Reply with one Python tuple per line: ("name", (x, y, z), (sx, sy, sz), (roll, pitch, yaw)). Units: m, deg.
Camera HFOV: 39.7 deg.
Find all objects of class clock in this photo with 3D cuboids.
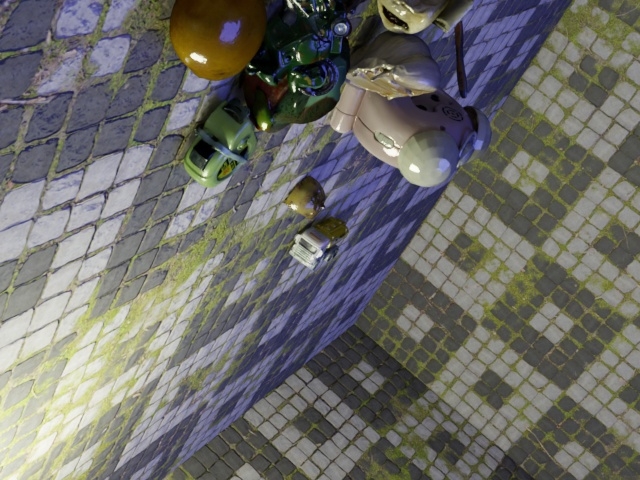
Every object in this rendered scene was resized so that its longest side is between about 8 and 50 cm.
("clock", (0.235, -0.285, 2.169), (0.342, 0.326, 0.184), (-35, 159, -45))

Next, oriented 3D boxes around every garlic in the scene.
("garlic", (0.159, -0.391, 1.937), (0.178, 0.229, 0.142), (13, 94, -52))

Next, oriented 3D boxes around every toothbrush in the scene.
("toothbrush", (0.334, -0.503, 2.146), (0.031, 0.023, 0.321), (-26, 114, -43))

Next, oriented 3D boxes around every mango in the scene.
("mango", (-0.147, -0.313, 1.315), (0.151, 0.120, 0.221), (-47, 173, 1))

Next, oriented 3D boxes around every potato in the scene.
("potato", (-0.018, -0.104, 2.350), (0.100, 0.089, 0.172), (-54, 165, 5))

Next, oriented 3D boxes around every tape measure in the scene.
("tape measure", (-0.184, -0.172, 1.637), (0.154, 0.087, 0.177), (-49, 169, -5))

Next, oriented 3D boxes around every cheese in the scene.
("cheese", (0.266, -0.507, 1.942), (0.085, 0.034, 0.400), (-52, -167, 13))

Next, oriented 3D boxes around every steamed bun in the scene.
("steamed bun", (0.189, -0.502, 1.851), (0.172, 0.141, 0.155), (-49, 177, -23))

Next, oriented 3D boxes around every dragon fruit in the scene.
("dragon fruit", (-0.041, -0.309, 1.665), (0.268, 0.130, 0.295), (-40, 165, -17))

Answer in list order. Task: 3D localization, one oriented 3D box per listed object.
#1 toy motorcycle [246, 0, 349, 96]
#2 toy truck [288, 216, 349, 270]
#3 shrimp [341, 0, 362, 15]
("toy motorcycle", (-0.048, -0.362, 1.454), (0.124, 0.187, 0.274), (-99, -166, -51))
("toy truck", (0.000, 0.000, 2.683), (0.114, 0.098, 0.227), (-61, 166, 26))
("shrimp", (0.062, -0.487, 1.639), (0.262, 0.066, 0.117), (-56, 161, -49))
